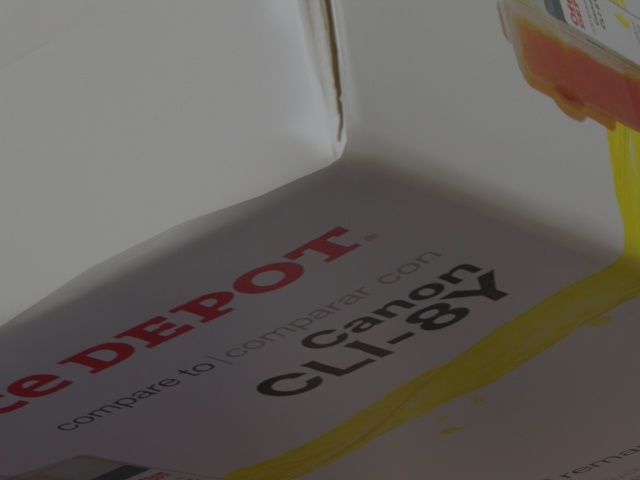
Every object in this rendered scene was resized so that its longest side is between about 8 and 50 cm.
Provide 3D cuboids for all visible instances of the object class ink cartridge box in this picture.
[{"bbox_3d":[0.000,0.000,0.705,0.279,0.160,0.384,-25,-27,30],"label":"ink cartridge box"}]
